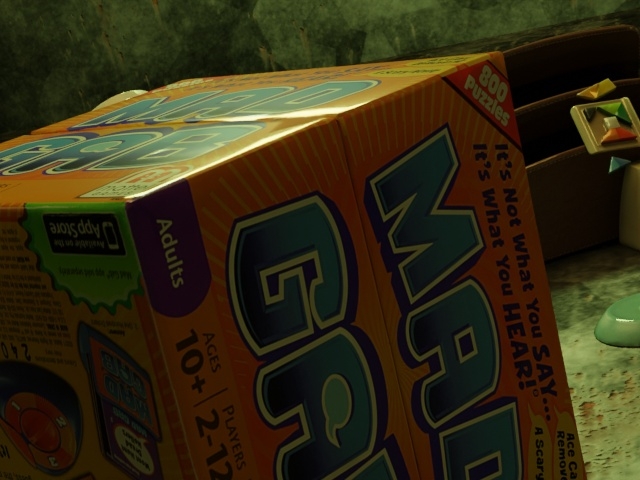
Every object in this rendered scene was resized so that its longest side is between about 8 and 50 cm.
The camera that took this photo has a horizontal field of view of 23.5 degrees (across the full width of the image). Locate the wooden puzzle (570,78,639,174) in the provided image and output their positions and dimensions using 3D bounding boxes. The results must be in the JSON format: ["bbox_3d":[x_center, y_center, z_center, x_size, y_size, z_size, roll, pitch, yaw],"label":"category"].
[{"bbox_3d":[0.329,-0.133,1.758,0.078,0.116,0.014,-18,-27,-16],"label":"wooden puzzle"}]

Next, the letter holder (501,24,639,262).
[{"bbox_3d":[0.284,-0.114,1.821,0.301,0.214,0.152,-17,30,-15],"label":"letter holder"}]

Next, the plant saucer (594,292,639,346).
[{"bbox_3d":[0.327,0.073,1.515,0.119,0.021,0.119,-13,14,3],"label":"plant saucer"}]

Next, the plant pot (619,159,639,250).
[{"bbox_3d":[0.403,-0.048,1.757,0.109,0.096,0.109,-16,14,-12],"label":"plant pot"}]

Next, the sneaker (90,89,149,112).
[{"bbox_3d":[-0.194,0.044,1.394,0.150,0.366,0.135,38,30,22],"label":"sneaker"}]

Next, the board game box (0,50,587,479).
[{"bbox_3d":[-0.073,0.085,1.140,0.356,0.356,0.356,1,20,45],"label":"board game box"}]
